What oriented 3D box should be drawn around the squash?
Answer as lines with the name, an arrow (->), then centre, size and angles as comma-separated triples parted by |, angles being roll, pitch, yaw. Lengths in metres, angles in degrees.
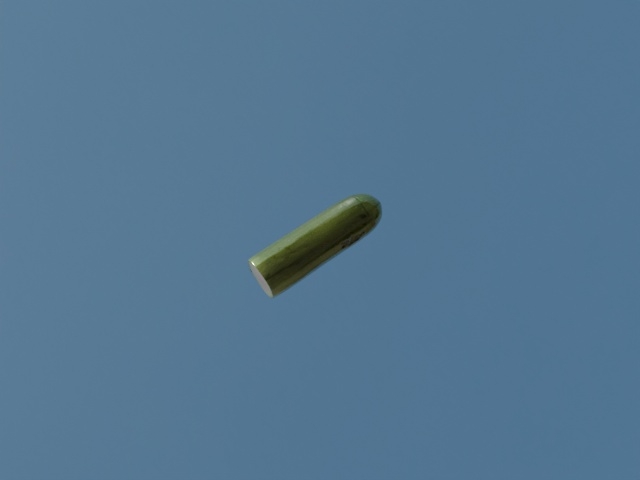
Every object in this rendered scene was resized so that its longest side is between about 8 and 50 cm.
squash -> 0.000, 0.000, 1.079 | 0.083, 0.027, 0.027 | -34, -65, -11
